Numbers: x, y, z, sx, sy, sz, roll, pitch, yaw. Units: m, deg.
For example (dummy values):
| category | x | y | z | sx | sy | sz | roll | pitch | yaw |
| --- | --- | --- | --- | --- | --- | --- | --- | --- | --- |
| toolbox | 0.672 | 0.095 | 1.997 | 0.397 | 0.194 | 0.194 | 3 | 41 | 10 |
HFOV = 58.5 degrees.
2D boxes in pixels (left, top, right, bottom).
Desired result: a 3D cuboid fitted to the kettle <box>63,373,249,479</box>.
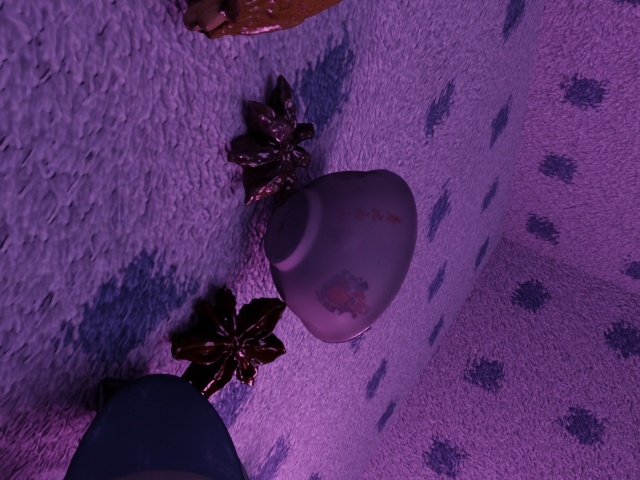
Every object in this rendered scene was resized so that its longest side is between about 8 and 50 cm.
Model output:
| category | x | y | z | sx | sy | sz | roll | pitch | yaw |
| --- | --- | --- | --- | --- | --- | --- | --- | --- | --- |
| kettle | -0.211 | 0.351 | 0.829 | 0.247 | 0.342 | 0.319 | -41 | 115 | 4 |

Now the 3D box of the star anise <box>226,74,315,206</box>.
| category | x | y | z | sx | sy | sz | roll | pitch | yaw |
| --- | --- | --- | --- | --- | --- | --- | --- | --- | --- |
| star anise | -0.077 | -0.143 | 0.938 | 0.197 | 0.073 | 0.212 | -61 | 153 | -12 |

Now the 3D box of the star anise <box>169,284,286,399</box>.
| category | x | y | z | sx | sy | sz | roll | pitch | yaw |
| --- | --- | --- | --- | --- | --- | --- | --- | --- | --- |
| star anise | -0.165 | 0.172 | 1.018 | 0.220 | 0.126 | 0.190 | -3 | 120 | -30 |

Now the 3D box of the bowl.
| category | x | y | z | sx | sy | sz | roll | pitch | yaw |
| --- | --- | --- | --- | --- | --- | --- | --- | --- | --- |
| bowl | 0.000 | 0.000 | 1.032 | 0.157 | 0.345 | 0.346 | 23 | 94 | -33 |

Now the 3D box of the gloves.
| category | x | y | z | sx | sy | sz | roll | pitch | yaw |
| --- | --- | --- | --- | --- | --- | --- | --- | --- | --- |
| gloves | -0.036 | -0.374 | 0.703 | 0.356 | 0.155 | 0.203 | -50 | 148 | -20 |
